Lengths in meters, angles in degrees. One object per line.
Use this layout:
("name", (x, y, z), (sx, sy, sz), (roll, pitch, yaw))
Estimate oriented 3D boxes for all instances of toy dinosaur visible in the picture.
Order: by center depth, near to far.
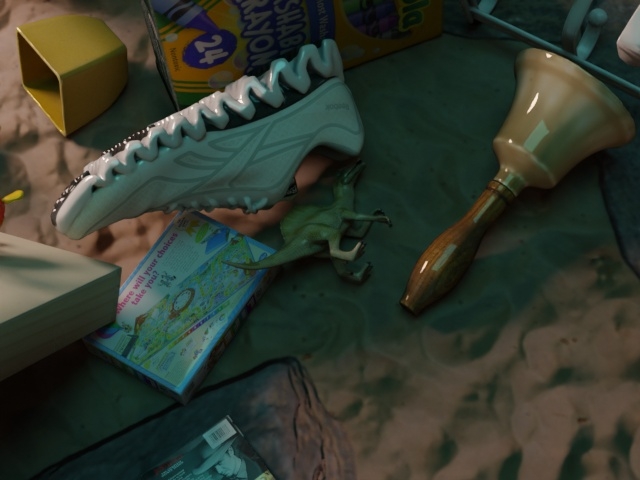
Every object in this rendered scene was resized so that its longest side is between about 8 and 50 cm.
("toy dinosaur", (0.000, 0.000, 1.099), (0.092, 0.053, 0.183), (26, 48, 25))

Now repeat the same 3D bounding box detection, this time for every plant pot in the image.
("plant pot", (-0.228, -0.165, 1.197), (0.083, 0.081, 0.081), (-30, 62, -25))

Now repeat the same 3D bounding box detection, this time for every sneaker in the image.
("sneaker", (-0.090, -0.066, 1.092), (0.292, 0.110, 0.118), (-29, 100, -14))

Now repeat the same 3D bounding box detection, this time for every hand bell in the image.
("hand bell", (0.150, -0.034, 1.092), (0.126, 0.126, 0.242), (35, 80, 21))

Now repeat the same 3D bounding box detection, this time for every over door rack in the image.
("over door rack", (0.207, -0.212, 1.057), (0.239, 0.324, 0.108), (30, 97, 20))

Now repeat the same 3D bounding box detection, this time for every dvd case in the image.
("dvd case", (-0.075, 0.208, 1.007), (0.087, 0.013, 0.119), (-35, 65, -15))

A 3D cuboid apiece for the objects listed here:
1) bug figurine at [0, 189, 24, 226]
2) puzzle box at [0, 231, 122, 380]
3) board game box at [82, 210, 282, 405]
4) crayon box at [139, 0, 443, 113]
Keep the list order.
("bug figurine", (-0.373, -0.059, 1.080), (0.216, 0.072, 0.279), (-3, 24, -19))
("puzzle box", (-0.400, 0.024, 1.003), (0.408, 0.052, 0.272), (15, 18, 18))
("board game box", (-0.117, 0.053, 1.091), (0.103, 0.026, 0.154), (27, 66, 18))
("crayon box", (-0.001, -0.241, 1.149), (0.322, 0.203, 0.083), (-22, 61, -8))
